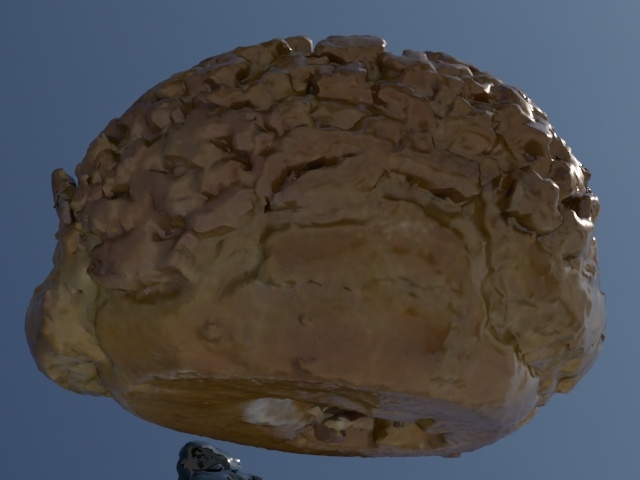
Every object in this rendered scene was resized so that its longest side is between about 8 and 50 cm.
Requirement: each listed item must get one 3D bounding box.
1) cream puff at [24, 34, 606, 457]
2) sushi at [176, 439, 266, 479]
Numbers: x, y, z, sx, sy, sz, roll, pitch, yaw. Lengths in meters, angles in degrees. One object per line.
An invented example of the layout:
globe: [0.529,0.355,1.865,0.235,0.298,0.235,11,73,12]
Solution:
cream puff: [0.000,0.000,1.137,0.327,0.343,0.231,25,-115,-57]
sushi: [-0.122,0.364,1.499,0.178,0.294,0.352,29,-62,-2]
